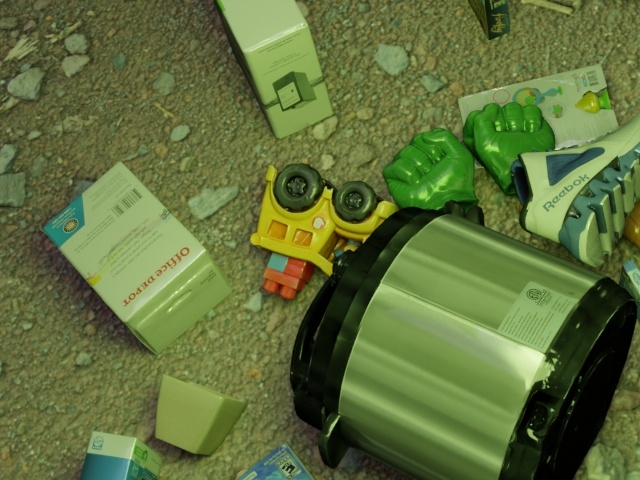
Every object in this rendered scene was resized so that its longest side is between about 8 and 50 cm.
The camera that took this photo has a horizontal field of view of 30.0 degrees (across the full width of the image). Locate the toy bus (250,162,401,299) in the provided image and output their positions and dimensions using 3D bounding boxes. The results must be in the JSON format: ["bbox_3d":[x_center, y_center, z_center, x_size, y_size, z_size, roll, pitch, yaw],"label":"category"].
[{"bbox_3d":[0.000,0.000,1.903,0.220,0.149,0.211,16,83,16],"label":"toy bus"}]

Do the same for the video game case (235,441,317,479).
[{"bbox_3d":[-0.082,0.472,1.741,0.269,0.061,0.244,-38,65,-6],"label":"video game case"}]

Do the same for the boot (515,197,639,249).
[{"bbox_3d":[0.469,-0.033,1.822,0.295,0.104,0.211,-18,57,-3],"label":"boot"}]

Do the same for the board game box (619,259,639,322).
[{"bbox_3d":[0.475,0.086,1.778,0.020,0.090,0.090,-25,63,-2],"label":"board game box"}]

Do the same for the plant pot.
[{"bbox_3d":[-0.194,0.272,1.838,0.109,0.109,0.096,19,84,19],"label":"plant pot"}]

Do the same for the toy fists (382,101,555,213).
[{"bbox_3d":[0.233,-0.128,1.859,0.279,0.096,0.142,-24,65,-7],"label":"toy fists"}]

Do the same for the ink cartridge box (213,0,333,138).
[{"bbox_3d":[-0.085,-0.328,1.989,0.115,0.273,0.198,-25,63,-2],"label":"ink cartridge box"}]

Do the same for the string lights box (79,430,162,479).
[{"bbox_3d":[-0.317,0.428,1.771,0.077,0.133,0.259,5,68,14],"label":"string lights box"}]

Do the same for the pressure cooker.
[{"bbox_3d":[0.180,0.148,1.650,0.421,0.370,0.375,23,109,24],"label":"pressure cooker"}]

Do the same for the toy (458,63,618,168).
[{"bbox_3d":[0.356,-0.193,1.951,0.237,0.056,0.136,-15,63,13],"label":"toy"}]

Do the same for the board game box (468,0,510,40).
[{"bbox_3d":[0.253,-0.485,2.047,0.042,0.165,0.243,-23,64,1],"label":"board game box"}]

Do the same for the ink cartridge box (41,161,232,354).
[{"bbox_3d":[-0.291,0.031,1.927,0.171,0.168,0.232,-41,64,-7],"label":"ink cartridge box"}]

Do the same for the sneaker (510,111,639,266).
[{"bbox_3d":[0.382,-0.104,1.737,0.182,0.127,0.315,19,50,34],"label":"sneaker"}]
